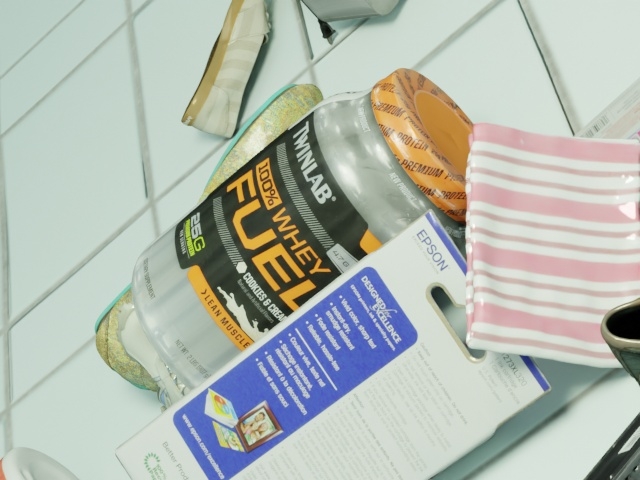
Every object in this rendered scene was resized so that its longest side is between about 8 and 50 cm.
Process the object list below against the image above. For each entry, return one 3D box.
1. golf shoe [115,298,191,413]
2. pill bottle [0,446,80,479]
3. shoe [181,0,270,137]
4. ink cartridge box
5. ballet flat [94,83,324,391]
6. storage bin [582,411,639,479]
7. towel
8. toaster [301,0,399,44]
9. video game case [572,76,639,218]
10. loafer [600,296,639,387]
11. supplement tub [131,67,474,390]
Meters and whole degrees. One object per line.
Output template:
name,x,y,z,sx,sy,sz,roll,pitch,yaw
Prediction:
golf shoe,-0.129,0.120,1.719,0.069,0.176,0.086,-39,42,-14
pill bottle,-0.329,0.322,1.816,0.221,0.124,0.124,-48,35,9
shoe,-0.093,-0.208,2.058,0.076,0.058,0.219,122,169,-62
ink cartridge box,0.010,0.148,1.526,0.371,0.069,0.175,-39,78,25
ballet flat,-0.084,0.007,1.819,0.348,0.123,0.123,-51,34,4
storage bin,0.246,0.152,1.230,0.180,0.084,0.122,-47,-4,-11
towel,0.186,0.002,1.440,0.029,0.144,0.197,110,164,-64
toaster,0.027,-0.328,1.914,0.110,0.185,0.168,6,58,50
video game case,0.278,-0.080,1.522,0.157,0.019,0.143,-42,36,16
loafer,0.321,0.050,1.297,0.267,0.084,0.096,-24,45,37
supplement tub,0.000,0.000,1.634,0.316,0.193,0.193,-39,37,22
